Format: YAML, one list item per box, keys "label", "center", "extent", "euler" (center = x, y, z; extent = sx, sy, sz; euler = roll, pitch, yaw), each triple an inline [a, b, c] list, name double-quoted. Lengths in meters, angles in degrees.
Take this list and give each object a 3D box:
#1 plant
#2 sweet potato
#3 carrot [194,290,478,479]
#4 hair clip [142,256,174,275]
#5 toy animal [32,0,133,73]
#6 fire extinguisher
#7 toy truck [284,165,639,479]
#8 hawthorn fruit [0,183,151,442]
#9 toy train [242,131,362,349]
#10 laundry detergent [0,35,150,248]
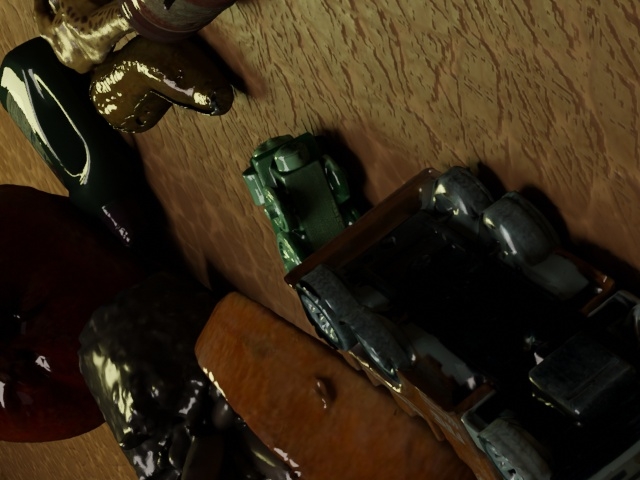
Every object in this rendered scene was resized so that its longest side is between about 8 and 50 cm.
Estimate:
- label: "plant"
  center: [-0.093, 0.181, 1.581]
  extent: [0.321, 0.181, 0.194]
  euler: [48, 157, 41]
- label: "sweet potato"
  center: [-0.135, -0.134, 1.409]
  extent: [0.081, 0.062, 0.233]
  euler: [55, 159, -15]
- label: "carrot"
  center: [0.013, 0.144, 1.256]
  extent: [0.258, 0.100, 0.307]
  euler: [45, 172, -32]
- label: "hair clip"
  center: [-0.154, 0.060, 1.782]
  extent: [0.137, 0.022, 0.054]
  euler: [42, 153, 57]
- label: "toy animal"
  center: [-0.186, -0.195, 1.388]
  extent: [0.275, 0.054, 0.149]
  euler: [-131, 45, -54]
- label: "fire extinguisher"
  center: [-0.079, -0.178, 1.144]
  extent: [0.252, 0.075, 0.106]
  euler: [167, 119, -69]
- label: "toy truck"
  center: [0.131, 0.097, 0.978]
  extent: [0.338, 0.133, 0.184]
  euler: [38, 162, 53]
- label: "hawthorn fruit"
  center: [-0.307, 0.078, 1.778]
  extent: [0.295, 0.295, 0.311]
  euler: [55, -166, 14]
- label: "toy train"
  center: [0.000, 0.000, 1.252]
  extent: [0.178, 0.071, 0.104]
  euler: [68, 170, -24]
- label: "laundry detergent"
  center: [-0.241, -0.091, 1.699]
  extent: [0.222, 0.078, 0.144]
  euler: [55, 160, 17]
